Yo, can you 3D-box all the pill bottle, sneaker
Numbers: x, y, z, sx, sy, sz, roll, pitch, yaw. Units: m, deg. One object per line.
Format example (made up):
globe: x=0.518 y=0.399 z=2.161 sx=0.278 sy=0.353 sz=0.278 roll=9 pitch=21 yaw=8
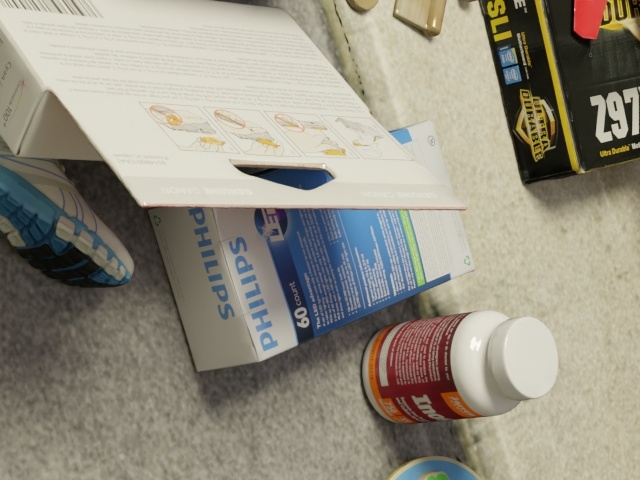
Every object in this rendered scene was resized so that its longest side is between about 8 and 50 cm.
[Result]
pill bottle: x=0.113 y=0.102 z=1.432 sx=0.086 sy=0.152 sz=0.086 roll=10 pitch=75 yaw=-41
sneaker: x=-0.195 y=-0.039 z=1.232 sx=0.190 sy=0.071 sz=0.083 roll=42 pitch=51 yaw=-30

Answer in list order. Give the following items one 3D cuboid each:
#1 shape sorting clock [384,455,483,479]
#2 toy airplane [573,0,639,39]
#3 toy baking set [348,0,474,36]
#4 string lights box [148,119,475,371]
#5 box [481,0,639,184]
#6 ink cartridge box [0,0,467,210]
shape sorting clock: x=0.100 y=0.281 z=1.463 sx=0.206 sy=0.040 sz=0.206 roll=10 pitch=76 yaw=-42
toy airplane: x=0.271 y=-0.243 z=1.629 sx=0.151 sy=0.028 sz=0.151 roll=11 pitch=74 yaw=-42
toy baking set: x=0.063 y=-0.307 z=1.550 sx=0.196 sy=0.030 sz=0.256 roll=-3 pitch=84 yaw=-43
string lights box: x=0.000 y=0.000 z=1.398 sx=0.259 sy=0.076 sz=0.133 roll=-20 pitch=95 yaw=-44
box: x=0.290 y=-0.206 z=1.713 sx=0.322 sy=0.079 sz=0.257 roll=-14 pitch=93 yaw=-44
ink cartridge box: x=-0.082 y=-0.081 z=1.241 sx=0.296 sy=0.066 sz=0.261 roll=0 pitch=40 yaw=-43
